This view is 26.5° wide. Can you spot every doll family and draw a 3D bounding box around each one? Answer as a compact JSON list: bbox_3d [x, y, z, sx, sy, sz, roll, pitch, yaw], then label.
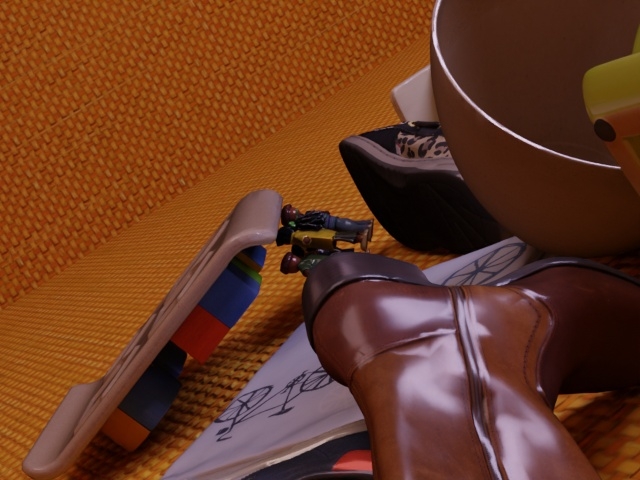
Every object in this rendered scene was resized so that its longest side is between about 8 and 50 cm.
[{"bbox_3d":[0.000,0.000,1.546,0.111,0.076,0.193,5,4,6],"label":"doll family"}]

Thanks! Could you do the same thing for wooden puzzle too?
[{"bbox_3d":[-0.156,0.102,1.470,0.348,0.080,0.322,-47,7,7],"label":"wooden puzzle"}]

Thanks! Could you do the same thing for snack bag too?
[{"bbox_3d":[0.039,0.111,1.185,0.323,0.037,0.342,-23,13,37],"label":"snack bag"}]

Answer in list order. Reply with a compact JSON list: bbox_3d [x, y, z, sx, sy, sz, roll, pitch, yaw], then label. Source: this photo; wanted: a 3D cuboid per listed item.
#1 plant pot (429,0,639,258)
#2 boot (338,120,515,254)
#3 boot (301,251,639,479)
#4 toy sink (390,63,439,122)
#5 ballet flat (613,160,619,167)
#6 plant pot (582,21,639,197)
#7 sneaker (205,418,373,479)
[{"bbox_3d":[0.223,-0.096,1.123,0.284,0.284,0.191,-37,-29,-29],"label":"plant pot"},{"bbox_3d":[0.199,-0.116,1.495,0.284,0.138,0.377,-35,16,-13],"label":"boot"},{"bbox_3d":[0.134,0.098,0.763,0.280,0.264,0.096,-116,43,-62],"label":"boot"},{"bbox_3d":[0.231,-0.181,1.664,0.234,0.153,0.131,-33,12,-18],"label":"toy sink"},{"bbox_3d":[0.352,-0.108,1.266,0.221,0.077,0.079,-40,32,-19],"label":"ballet flat"},{"bbox_3d":[0.319,-0.086,0.858,0.207,0.228,0.227,-42,15,-24],"label":"plant pot"},{"bbox_3d":[-0.074,0.213,0.781,0.350,0.131,0.148,-30,7,4],"label":"sneaker"}]
